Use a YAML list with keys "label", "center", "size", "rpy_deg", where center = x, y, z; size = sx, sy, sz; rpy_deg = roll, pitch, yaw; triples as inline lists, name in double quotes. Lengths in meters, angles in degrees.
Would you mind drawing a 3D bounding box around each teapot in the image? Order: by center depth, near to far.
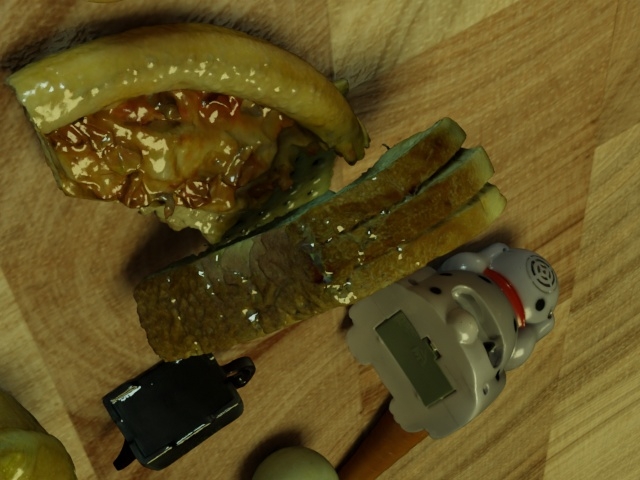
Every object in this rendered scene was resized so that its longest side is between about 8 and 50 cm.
- label: "teapot"
  center: [-0.141, 0.177, 1.514]
  size: [0.177, 0.087, 0.096]
  rpy_deg: [-34, 155, -6]

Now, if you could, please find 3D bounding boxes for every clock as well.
- label: "clock"
  center: [0.173, 0.087, 1.673]
  size: [0.254, 0.189, 0.189]
  rpy_deg: [-30, 154, -45]

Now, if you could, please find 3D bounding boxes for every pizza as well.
- label: "pizza"
  center: [-0.097, -0.083, 1.179]
  size: [0.365, 0.074, 0.182]
  rpy_deg: [11, 111, -48]

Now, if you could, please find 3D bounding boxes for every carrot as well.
- label: "carrot"
  center: [0.085, 0.267, 1.911]
  size: [0.069, 0.069, 0.336]
  rpy_deg: [0, 137, -47]

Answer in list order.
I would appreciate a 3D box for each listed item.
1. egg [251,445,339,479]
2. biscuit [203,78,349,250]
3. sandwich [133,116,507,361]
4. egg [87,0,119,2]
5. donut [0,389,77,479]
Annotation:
- label: "egg"
  center: [-0.031, 0.312, 1.792]
  size: [0.114, 0.114, 0.152]
  rpy_deg: [-26, 152, -20]
- label: "biscuit"
  center: [-0.044, -0.046, 1.373]
  size: [0.139, 0.016, 0.231]
  rpy_deg: [-23, 148, -26]
- label: "sandwich"
  center: [0.002, 0.004, 1.306]
  size: [0.288, 0.100, 0.254]
  rpy_deg: [-22, -171, 48]
- label: "egg"
  center: [-0.139, -0.197, 1.000]
  size: [0.083, 0.071, 0.071]
  rpy_deg: [-20, 149, -51]
- label: "donut"
  center: [-0.328, 0.235, 1.343]
  size: [0.208, 0.128, 0.261]
  rpy_deg: [-29, 150, -18]
